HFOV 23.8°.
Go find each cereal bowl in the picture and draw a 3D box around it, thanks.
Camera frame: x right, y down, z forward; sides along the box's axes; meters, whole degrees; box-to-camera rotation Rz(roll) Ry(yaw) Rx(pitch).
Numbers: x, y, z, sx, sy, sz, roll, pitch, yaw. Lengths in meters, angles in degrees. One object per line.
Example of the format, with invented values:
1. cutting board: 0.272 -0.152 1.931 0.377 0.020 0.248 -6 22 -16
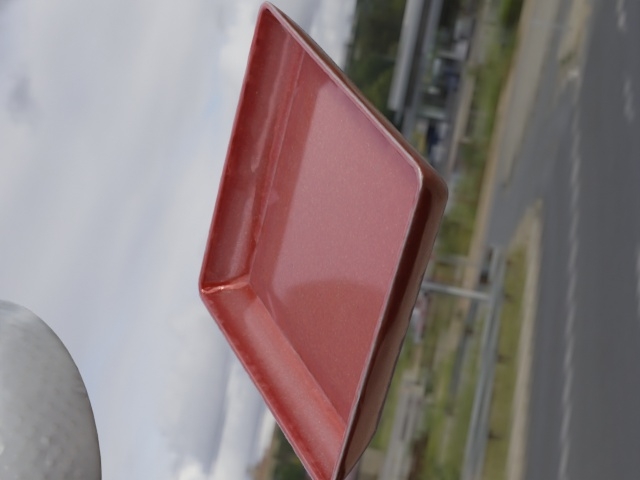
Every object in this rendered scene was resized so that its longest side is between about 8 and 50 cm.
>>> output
1. cereal bowl: -0.339 0.211 1.269 0.141 0.339 0.339 9 -88 -46

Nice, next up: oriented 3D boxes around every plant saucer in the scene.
1. plant saucer: 0.000 0.000 1.072 0.259 0.048 0.258 53 137 49
